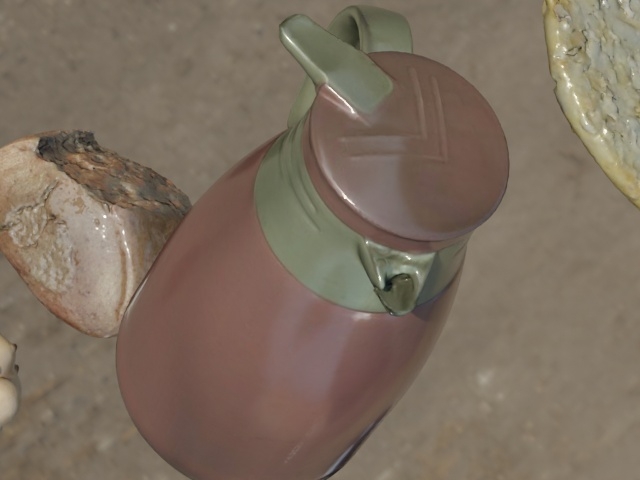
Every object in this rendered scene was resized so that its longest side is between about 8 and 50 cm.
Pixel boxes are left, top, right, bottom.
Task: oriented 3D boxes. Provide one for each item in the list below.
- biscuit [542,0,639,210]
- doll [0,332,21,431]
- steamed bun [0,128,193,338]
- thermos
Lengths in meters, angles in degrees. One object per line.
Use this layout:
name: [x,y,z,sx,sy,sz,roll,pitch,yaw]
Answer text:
biscuit: [0.139,-0.069,0.726,0.152,0.152,0.020,16,154,-35]
doll: [-0.385,0.156,1.931,0.119,0.154,0.278,-29,169,-25]
steamed bun: [-0.166,-0.014,1.414,0.106,0.175,0.145,-50,166,25]
thermos: [0.000,0.000,0.885,0.146,0.176,0.265,6,151,-16]
